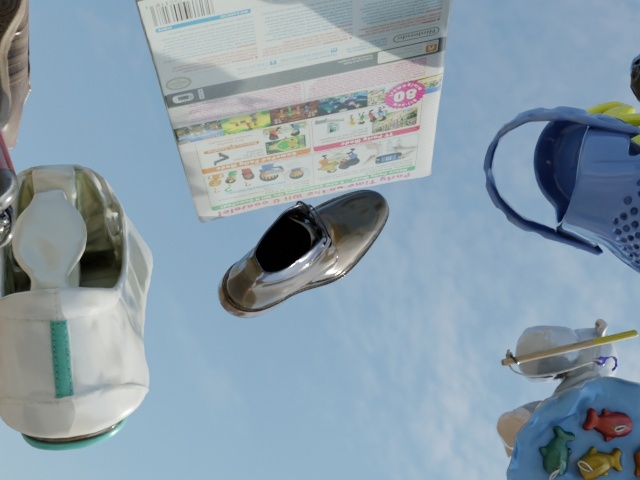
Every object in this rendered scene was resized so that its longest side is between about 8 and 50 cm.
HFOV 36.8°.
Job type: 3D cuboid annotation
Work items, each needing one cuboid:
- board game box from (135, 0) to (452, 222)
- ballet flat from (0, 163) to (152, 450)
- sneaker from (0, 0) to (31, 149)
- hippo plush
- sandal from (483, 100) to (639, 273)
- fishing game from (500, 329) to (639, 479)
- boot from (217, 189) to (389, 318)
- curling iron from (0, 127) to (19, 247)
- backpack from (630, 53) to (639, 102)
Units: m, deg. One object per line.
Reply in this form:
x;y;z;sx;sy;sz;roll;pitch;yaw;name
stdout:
-0.017;-0.145;0.773;0.303;0.224;0.097;88;-11;-61;board game box
-0.203;0.009;0.771;0.400;0.139;0.139;-125;-154;-64;ballet flat
-0.314;-0.177;0.934;0.071;0.066;0.188;73;19;-71;sneaker
0.440;0.243;1.604;0.234;0.294;0.236;102;-5;-67;hippo plush
0.220;-0.018;0.651;0.317;0.138;0.126;36;-60;59;sandal
0.268;0.220;0.889;0.041;0.189;0.264;158;-75;-83;fishing game
0.000;0.000;0.979;0.082;0.219;0.106;52;-25;6;boot
-0.236;-0.103;0.581;0.274;0.068;0.035;64;0;29;curling iron
0.401;-0.211;0.969;0.115;0.152;0.182;38;-54;-1;backpack
